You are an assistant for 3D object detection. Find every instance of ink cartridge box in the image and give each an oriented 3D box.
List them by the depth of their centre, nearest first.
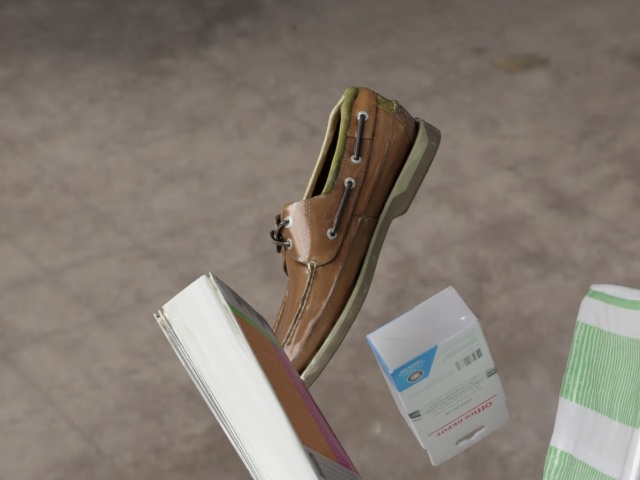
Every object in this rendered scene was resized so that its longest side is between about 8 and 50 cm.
[{"bbox_3d":[0.124,0.142,1.779,0.104,0.180,0.060,-30,47,-6],"label":"ink cartridge box"}]

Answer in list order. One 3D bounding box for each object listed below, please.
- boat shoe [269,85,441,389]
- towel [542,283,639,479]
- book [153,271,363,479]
[{"bbox_3d":[0.000,0.000,1.627,0.307,0.104,0.111,-65,16,-20],"label":"boat shoe"},{"bbox_3d":[0.251,0.200,1.608,0.038,0.324,0.248,17,-2,-7],"label":"towel"},{"bbox_3d":[-0.014,0.092,0.834,0.035,0.096,0.144,-37,63,8],"label":"book"}]
